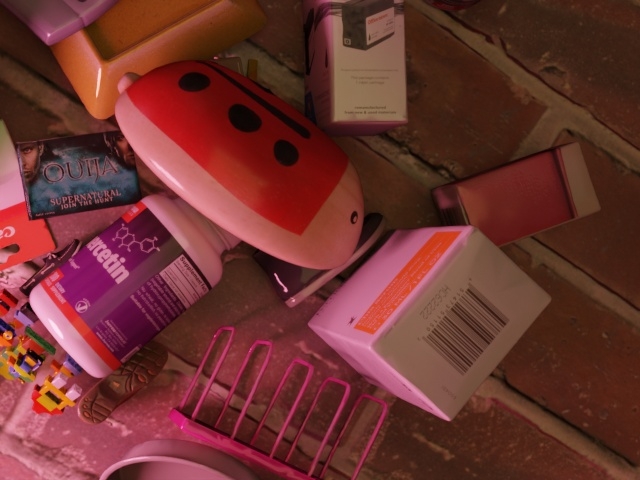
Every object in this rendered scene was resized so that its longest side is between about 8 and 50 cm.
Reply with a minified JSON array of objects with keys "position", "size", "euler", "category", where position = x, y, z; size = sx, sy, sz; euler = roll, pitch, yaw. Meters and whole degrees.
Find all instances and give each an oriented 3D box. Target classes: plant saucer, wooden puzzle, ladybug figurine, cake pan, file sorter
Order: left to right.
[{"position":[-0.302,-0.416,1.840],"size":[0.332,0.081,0.333],"euler":[-31,86,-11],"category":"plant saucer"},{"position":[-0.202,0.411,1.805],"size":[0.293,0.293,0.054],"euler":[28,44,-10],"category":"cake pan"},{"position":[-0.158,-0.269,1.919],"size":[0.116,0.014,0.079],"euler":[-2,79,-21],"category":"wooden puzzle"},{"position":[-0.110,-0.134,1.776],"size":[0.449,0.305,0.162],"euler":[33,113,-11],"category":"ladybug figurine"},{"position":[-0.066,0.274,1.849],"size":[0.290,0.202,0.182],"euler":[28,81,-10],"category":"file sorter"}]

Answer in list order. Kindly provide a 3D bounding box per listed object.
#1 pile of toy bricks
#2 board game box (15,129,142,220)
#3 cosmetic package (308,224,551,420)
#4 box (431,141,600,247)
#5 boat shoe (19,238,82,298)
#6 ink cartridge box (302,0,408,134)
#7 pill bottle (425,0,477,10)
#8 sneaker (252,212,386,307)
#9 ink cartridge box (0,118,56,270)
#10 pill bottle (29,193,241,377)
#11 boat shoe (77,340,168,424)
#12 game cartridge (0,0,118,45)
[{"position":[-0.480,0.184,1.826],"size":[0.105,0.118,0.212],"euler":[-35,115,18],"category":"pile of toy bricks"},{"position":[-0.386,-0.107,1.848],"size":[0.186,0.026,0.126],"euler":[-11,92,-28],"category":"board game box"},{"position":[0.147,0.111,1.761],"size":[0.161,0.453,0.230],"euler":[42,82,-8],"category":"cosmetic package"},{"position":[0.328,-0.069,1.954],"size":[0.232,0.148,0.127],"euler":[-20,93,-12],"category":"box"},{"position":[-0.434,0.042,1.855],"size":[0.038,0.046,0.125],"euler":[40,91,-13],"category":"boat shoe"},{"position":[0.051,-0.331,1.863],"size":[0.129,0.223,0.308],"euler":[-1,90,-11],"category":"ink cartridge box"},{"position":[0.252,-0.480,1.874],"size":[0.161,0.283,0.161],"euler":[0,90,-11],"category":"pill bottle"},{"position":[0.000,0.000,1.921],"size":[0.222,0.083,0.118],"euler":[-39,96,-8],"category":"sneaker"},{"position":[-0.546,-0.057,1.829],"size":[0.181,0.056,0.225],"euler":[-23,92,-10],"category":"ink cartridge box"},{"position":[-0.283,0.053,1.814],"size":[0.323,0.181,0.181],"euler":[-41,97,-9],"category":"pill bottle"},{"position":[-0.325,0.229,1.868],"size":[0.178,0.060,0.064],"euler":[-42,94,-22],"category":"boat shoe"},{"position":[-0.371,-0.452,1.772],"size":[0.196,0.060,0.294],"euler":[42,79,-3],"category":"game cartridge"}]
